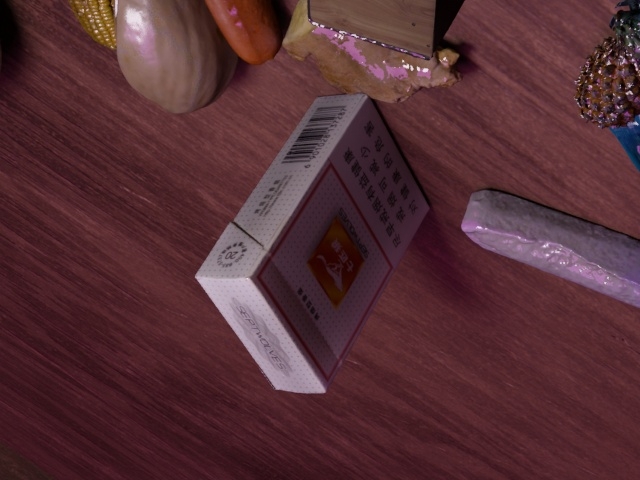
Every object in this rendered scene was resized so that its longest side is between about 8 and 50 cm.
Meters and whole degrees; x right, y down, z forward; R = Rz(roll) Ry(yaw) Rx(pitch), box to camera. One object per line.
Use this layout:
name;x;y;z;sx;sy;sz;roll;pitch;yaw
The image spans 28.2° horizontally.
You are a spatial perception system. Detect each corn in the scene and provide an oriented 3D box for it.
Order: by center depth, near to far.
corn;-0.300;-0.339;1.624;0.080;0.080;0.231;9;139;29

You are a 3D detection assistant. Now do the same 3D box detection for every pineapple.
pineapple;0.334;-0.190;1.336;0.103;0.083;0.221;41;148;13

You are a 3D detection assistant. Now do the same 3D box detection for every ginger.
ginger;0.061;-0.221;1.517;0.213;0.074;0.137;26;146;-4

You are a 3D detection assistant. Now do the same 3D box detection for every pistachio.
pistachio;-0.192;-0.264;1.598;0.238;0.153;0.138;61;176;-33

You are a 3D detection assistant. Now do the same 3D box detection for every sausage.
sausage;-0.105;-0.302;1.534;0.076;0.076;0.197;4;136;33

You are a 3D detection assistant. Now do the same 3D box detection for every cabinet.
cabinet;0.080;-0.332;1.268;0.148;0.175;0.215;20;145;15

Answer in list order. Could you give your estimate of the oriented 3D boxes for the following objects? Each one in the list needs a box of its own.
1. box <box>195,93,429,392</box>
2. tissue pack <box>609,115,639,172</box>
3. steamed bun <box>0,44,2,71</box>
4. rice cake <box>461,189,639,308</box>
box;0.000;0.000;1.605;0.095;0.330;0.210;-1;135;38
tissue pack;0.387;-0.102;1.461;0.085;0.028;0.138;-13;124;45
steamed bun;-0.598;-0.295;1.788;0.324;0.206;0.324;17;143;14
rice cake;0.367;0.033;1.608;0.399;0.070;0.064;22;149;13
